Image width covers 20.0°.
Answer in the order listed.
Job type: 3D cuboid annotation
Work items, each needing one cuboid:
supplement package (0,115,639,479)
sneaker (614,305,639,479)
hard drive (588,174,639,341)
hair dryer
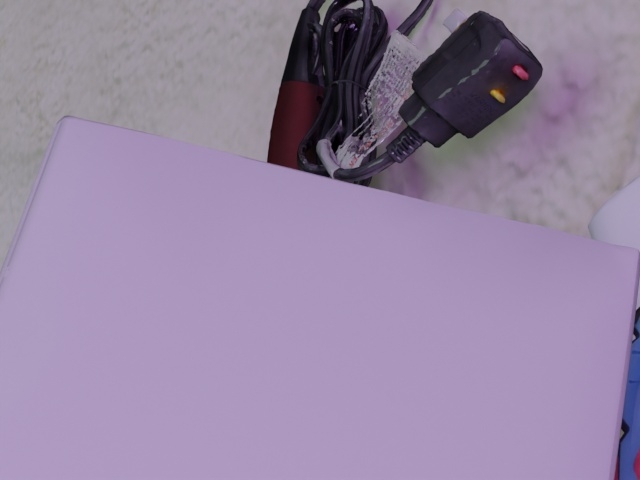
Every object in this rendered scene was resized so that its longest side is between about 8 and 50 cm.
[{"bbox_3d":[-0.023,0.131,0.579,0.293,0.175,0.177,100,-176,-56],"label":"supplement package"},{"bbox_3d":[0.140,0.114,0.488,0.125,0.104,0.261,-18,59,46],"label":"sneaker"},{"bbox_3d":[0.211,0.079,0.541,0.233,0.047,0.353,-40,44,35],"label":"hard drive"},{"bbox_3d":[0.000,0.000,0.864,0.293,0.080,0.223,-56,21,11],"label":"hair dryer"}]
